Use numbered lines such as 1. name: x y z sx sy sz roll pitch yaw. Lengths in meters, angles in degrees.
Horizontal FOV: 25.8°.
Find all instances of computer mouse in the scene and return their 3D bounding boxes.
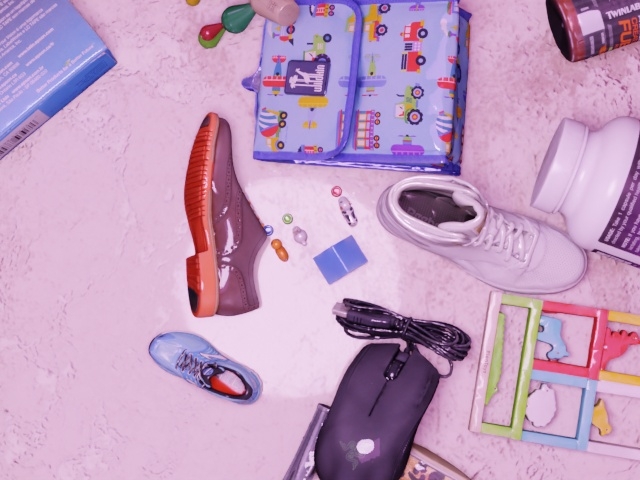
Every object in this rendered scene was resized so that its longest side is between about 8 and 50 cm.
1. computer mouse: 0.071 0.199 1.786 0.188 0.072 0.272 16 64 11

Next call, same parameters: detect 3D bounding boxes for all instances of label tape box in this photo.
1. label tape box: -0.468 -0.295 1.851 0.240 0.106 0.333 -40 87 -1

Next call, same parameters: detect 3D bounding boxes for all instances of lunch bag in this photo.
1. lunch bag: 0.041 -0.208 1.847 0.293 0.138 0.221 3 87 14

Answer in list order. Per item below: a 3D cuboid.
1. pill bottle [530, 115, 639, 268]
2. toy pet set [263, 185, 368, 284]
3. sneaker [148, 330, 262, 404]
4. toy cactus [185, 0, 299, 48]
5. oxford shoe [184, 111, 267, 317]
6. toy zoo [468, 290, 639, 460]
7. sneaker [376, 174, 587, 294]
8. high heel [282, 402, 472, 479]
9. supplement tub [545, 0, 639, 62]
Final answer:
1. pill bottle: 0.444 -0.047 1.792 0.323 0.181 0.181 20 88 1
2. toy pet set: 0.000 0.000 1.854 0.122 0.065 0.114 -31 88 0
3. sneaker: -0.151 0.166 1.845 0.162 0.073 0.063 24 89 1
4. toy cactus: -0.092 -0.340 1.827 0.219 0.112 0.180 -53 48 8
5. oxford shoe: -0.125 -0.034 1.856 0.098 0.097 0.271 0 92 -19
6. toy zoo: 0.356 0.184 1.860 0.293 0.030 0.192 9 88 1
7. sneaker: 0.215 -0.004 1.801 0.292 0.169 0.108 18 86 0
8. high heel: 0.074 0.349 1.830 0.261 0.093 0.186 24 91 8
9. supplement tub: 0.405 -0.312 1.841 0.198 0.106 0.106 -19 88 0
